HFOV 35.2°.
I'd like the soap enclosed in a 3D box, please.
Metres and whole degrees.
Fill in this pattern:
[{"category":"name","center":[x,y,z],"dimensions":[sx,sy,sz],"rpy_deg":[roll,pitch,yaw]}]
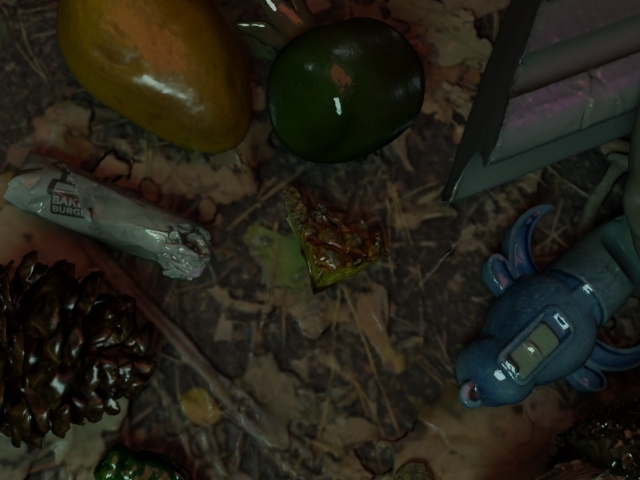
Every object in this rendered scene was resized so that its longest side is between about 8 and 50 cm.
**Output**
[{"category":"soap","center":[0.210,-0.211,0.997],"dimensions":[0.302,0.159,0.257],"rpy_deg":[-22,79,-18]}]

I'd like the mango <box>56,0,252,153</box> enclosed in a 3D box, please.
[{"category":"mango","center":[-0.155,-0.174,0.953],"dimensions":[0.147,0.109,0.227],"rpy_deg":[-37,90,-21]}]

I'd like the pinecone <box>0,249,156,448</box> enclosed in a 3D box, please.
[{"category":"pinecone","center":[-0.218,0.090,0.829],"dimensions":[0.174,0.173,0.173],"rpy_deg":[3,70,-8]}]

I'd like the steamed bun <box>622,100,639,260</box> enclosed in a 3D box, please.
[{"category":"steamed bun","center":[0.398,-0.055,0.852],"dimensions":[0.236,0.247,0.383],"rpy_deg":[-14,118,-21]}]

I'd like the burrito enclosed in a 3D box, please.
[{"category":"burrito","center":[-0.193,-0.023,0.919],"dimensions":[0.203,0.064,0.064],"rpy_deg":[26,69,1]}]

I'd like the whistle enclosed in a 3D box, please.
[{"category":"whistle","center":[0.222,0.066,0.946],"dimensions":[0.269,0.093,0.180],"rpy_deg":[-37,87,-25]}]

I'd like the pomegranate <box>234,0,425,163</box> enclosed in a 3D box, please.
[{"category":"pomegranate","center":[0.003,-0.162,0.963],"dimensions":[0.191,0.131,0.152],"rpy_deg":[46,45,16]}]

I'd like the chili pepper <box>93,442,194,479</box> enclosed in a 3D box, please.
[{"category":"chili pepper","center":[-0.120,0.246,0.842],"dimensions":[0.073,0.050,0.182],"rpy_deg":[-27,80,-24]}]

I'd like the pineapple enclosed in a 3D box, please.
[{"category":"pineapple","center":[0.000,0.000,0.949],"dimensions":[0.114,0.077,0.114],"rpy_deg":[-14,57,-49]}]

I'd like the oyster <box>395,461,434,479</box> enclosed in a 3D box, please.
[{"category":"oyster","center":[0.065,0.232,0.882],"dimensions":[0.081,0.038,0.083],"rpy_deg":[9,71,-4]}]

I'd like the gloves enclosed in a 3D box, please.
[{"category":"gloves","center":[0.284,0.189,0.844],"dimensions":[0.312,0.210,0.135],"rpy_deg":[-11,50,-14]}]
